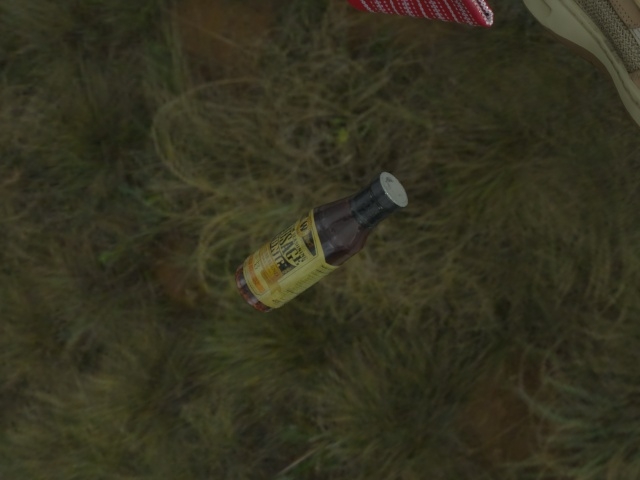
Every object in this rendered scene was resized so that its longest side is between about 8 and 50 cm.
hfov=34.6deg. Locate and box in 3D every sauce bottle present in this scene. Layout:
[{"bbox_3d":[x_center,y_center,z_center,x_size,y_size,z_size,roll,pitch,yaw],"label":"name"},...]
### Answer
[{"bbox_3d":[0.000,0.000,0.658,0.128,0.042,0.042,-38,80,28],"label":"sauce bottle"}]

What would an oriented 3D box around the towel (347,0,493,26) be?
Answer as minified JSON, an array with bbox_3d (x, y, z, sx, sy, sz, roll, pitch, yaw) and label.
[{"bbox_3d":[0.062,-0.320,1.144,0.199,0.031,0.275,47,171,-30],"label":"towel"}]

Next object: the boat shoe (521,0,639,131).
[{"bbox_3d":[0.244,-0.132,0.637,0.341,0.122,0.110,53,144,40],"label":"boat shoe"}]
